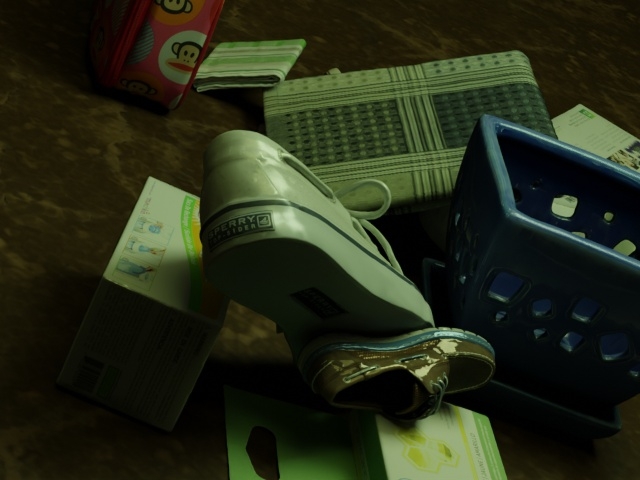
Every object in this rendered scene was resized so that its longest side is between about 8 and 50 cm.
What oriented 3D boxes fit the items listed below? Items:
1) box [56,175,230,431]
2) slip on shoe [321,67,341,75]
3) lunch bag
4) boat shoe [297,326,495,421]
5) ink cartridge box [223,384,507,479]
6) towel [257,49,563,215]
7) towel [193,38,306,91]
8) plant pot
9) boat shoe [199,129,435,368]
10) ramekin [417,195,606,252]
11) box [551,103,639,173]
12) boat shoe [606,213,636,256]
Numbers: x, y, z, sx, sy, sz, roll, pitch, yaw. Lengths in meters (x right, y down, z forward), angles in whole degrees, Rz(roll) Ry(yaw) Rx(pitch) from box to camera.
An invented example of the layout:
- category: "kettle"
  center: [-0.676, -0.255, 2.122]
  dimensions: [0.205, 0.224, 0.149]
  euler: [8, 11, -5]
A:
- category: "box"
  center: [-0.135, 0.048, 1.429]
  dimensions: [0.103, 0.114, 0.203]
  euler: [24, 25, -6]
- category: "slip on shoe"
  center: [0.030, -0.155, 2.044]
  dimensions: [0.041, 0.051, 0.135]
  euler: [-26, 54, -9]
- category: "lunch bag"
  center: [-0.166, -0.313, 1.905]
  dimensions: [0.120, 0.258, 0.293]
  euler: [18, 27, -18]
- category: "boat shoe"
  center: [0.072, 0.119, 1.429]
  dimensions: [0.183, 0.066, 0.066]
  euler: [-1, 40, -24]
- category: "ink cartridge box"
  center: [0.041, 0.182, 1.412]
  dimensions: [0.235, 0.056, 0.171]
  euler: [20, 26, -17]
- category: "towel"
  center: [0.093, -0.107, 1.865]
  dimensions: [0.324, 0.056, 0.312]
  euler: [-7, 33, 0]
- category: "towel"
  center: [-0.082, -0.208, 2.011]
  dimensions: [0.113, 0.023, 0.152]
  euler: [0, 21, 11]
- category: "plant pot"
  center: [0.223, 0.045, 1.647]
  dimensions: [0.236, 0.212, 0.236]
  euler: [22, 26, -11]
- category: "boat shoe"
  center: [-0.009, 0.002, 1.436]
  dimensions: [0.367, 0.136, 0.156]
  euler: [39, 36, -58]
- category: "ramekin"
  center: [0.224, -0.037, 1.921]
  dimensions: [0.207, 0.109, 0.207]
  euler: [21, 26, -11]
- category: "box"
  center: [0.420, -0.055, 2.195]
  dimensions: [0.322, 0.058, 0.232]
  euler: [33, 27, 17]
- category: "boat shoe"
  center: [0.363, 0.018, 1.942]
  dimensions: [0.091, 0.109, 0.305]
  euler: [27, 29, -13]
